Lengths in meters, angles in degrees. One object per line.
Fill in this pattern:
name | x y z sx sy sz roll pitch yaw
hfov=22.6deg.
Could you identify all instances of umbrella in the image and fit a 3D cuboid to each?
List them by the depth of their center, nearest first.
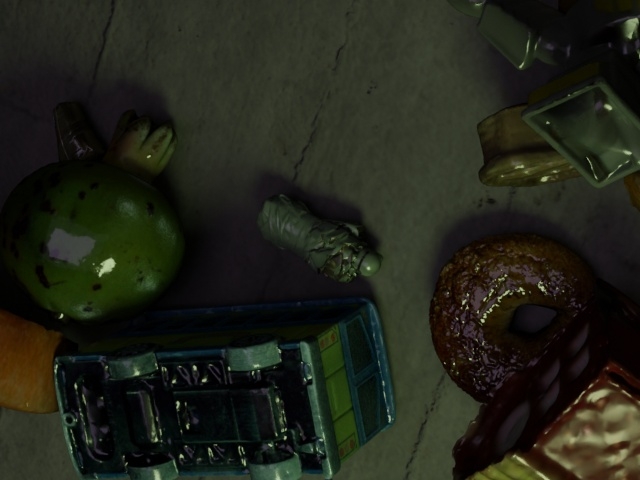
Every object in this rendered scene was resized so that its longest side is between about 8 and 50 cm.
umbrella | 0.000 0.000 1.664 0.143 0.062 0.067 25 79 21

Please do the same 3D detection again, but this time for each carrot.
carrot | -0.383 0.094 1.749 0.258 0.307 0.100 27 89 -17

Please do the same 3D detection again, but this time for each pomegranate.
pomegranate | -0.234 -0.024 1.716 0.202 0.202 0.248 20 77 22

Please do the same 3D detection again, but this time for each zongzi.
zongzi | -0.285 -0.108 1.799 0.083 0.040 0.076 -41 73 44

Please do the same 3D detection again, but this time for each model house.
model house | 0.252 0.200 1.484 0.196 0.160 0.254 35 112 -12

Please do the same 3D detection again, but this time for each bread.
bread | 0.194 0.084 1.578 0.193 0.064 0.193 3 99 23

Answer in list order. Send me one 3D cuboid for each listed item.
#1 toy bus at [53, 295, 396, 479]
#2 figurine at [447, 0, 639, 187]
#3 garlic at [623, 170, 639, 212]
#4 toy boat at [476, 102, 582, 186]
toy bus | -0.100 0.157 1.662 0.312 0.190 0.152 -5 101 27
figurine | 0.279 -0.192 1.388 0.342 0.285 0.167 19 140 -14
garlic | 0.382 0.009 1.449 0.245 0.145 0.164 58 149 4
toy boat | 0.206 -0.090 1.473 0.116 0.188 0.061 -13 85 28
